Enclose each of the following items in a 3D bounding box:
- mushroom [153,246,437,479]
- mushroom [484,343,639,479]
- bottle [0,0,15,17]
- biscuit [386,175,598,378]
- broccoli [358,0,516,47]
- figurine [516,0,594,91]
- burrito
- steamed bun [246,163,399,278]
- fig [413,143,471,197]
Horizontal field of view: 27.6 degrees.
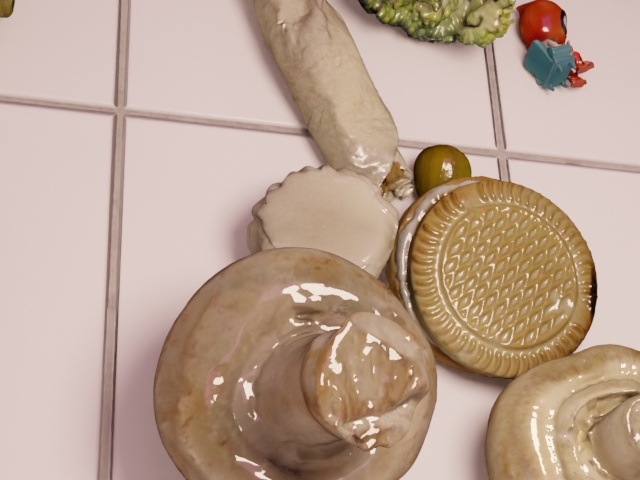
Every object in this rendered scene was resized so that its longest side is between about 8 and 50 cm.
[{"bbox_3d":[-0.018,0.147,1.313,0.297,0.290,0.297,2,81,-13],"label":"mushroom"},{"bbox_3d":[0.311,0.223,1.412,0.254,0.234,0.260,15,59,-4],"label":"mushroom"},{"bbox_3d":[-0.531,-0.370,1.528,0.351,0.171,0.171,7,60,-13],"label":"bottle"},{"bbox_3d":[0.206,0.042,1.548,0.259,0.079,0.259,5,74,-17],"label":"biscuit"},{"bbox_3d":[0.154,-0.379,1.692,0.247,0.243,0.263,-6,68,-34],"label":"broccoli"},{"bbox_3d":[0.312,-0.271,1.788,0.075,0.068,0.140,-12,60,-18],"label":"figurine"},{"bbox_3d":[0.007,-0.213,1.659,0.117,0.076,0.392,-14,69,-29],"label":"burrito"},{"bbox_3d":[0.000,0.000,1.519,0.183,0.106,0.183,3,60,-5],"label":"steamed bun"},{"bbox_3d":[0.150,-0.075,1.626,0.074,0.074,0.088,16,71,-7],"label":"fig"}]
